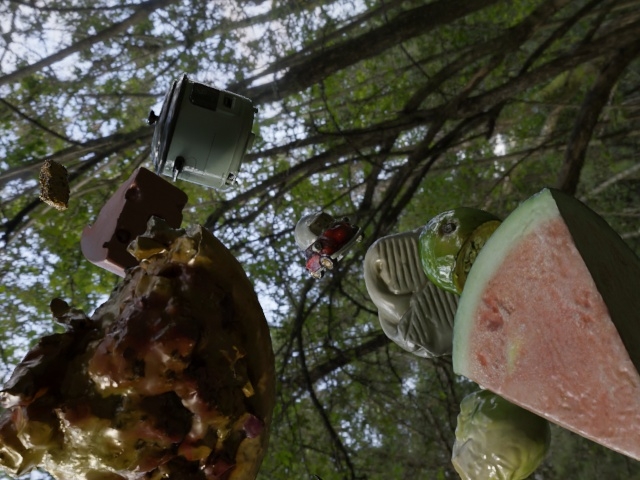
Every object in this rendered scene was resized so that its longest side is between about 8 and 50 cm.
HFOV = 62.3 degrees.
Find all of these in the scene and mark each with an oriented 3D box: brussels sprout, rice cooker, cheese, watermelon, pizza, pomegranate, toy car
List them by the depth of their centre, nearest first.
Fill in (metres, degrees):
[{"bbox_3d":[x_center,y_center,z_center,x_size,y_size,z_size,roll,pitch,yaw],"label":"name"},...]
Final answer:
[{"bbox_3d":[-0.137,0.130,0.415,0.081,0.229,0.289,32,125,57],"label":"pizza"},{"bbox_3d":[0.284,0.102,0.651,0.250,0.283,0.292,38,-166,1],"label":"watermelon"},{"bbox_3d":[-0.373,-0.010,1.012,0.128,0.177,0.202,33,-127,-38],"label":"cheese"},{"bbox_3d":[0.000,0.000,1.014,0.112,0.139,0.112,46,-128,1],"label":"toy car"},{"bbox_3d":[0.321,0.011,1.180,0.241,0.159,0.189,-11,-64,-30],"label":"pomegranate"},{"bbox_3d":[-0.278,-0.246,1.211,0.241,0.227,0.280,129,151,-52],"label":"rice cooker"},{"bbox_3d":[0.493,0.530,1.459,0.317,0.243,0.273,-19,-48,-33],"label":"brussels sprout"}]

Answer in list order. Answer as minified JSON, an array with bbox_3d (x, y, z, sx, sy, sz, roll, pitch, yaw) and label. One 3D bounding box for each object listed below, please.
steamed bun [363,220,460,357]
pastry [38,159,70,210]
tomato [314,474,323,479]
[{"bbox_3d":[0.323,0.125,1.412,0.255,0.368,0.342,41,-149,-72],"label":"steamed bun"},{"bbox_3d":[-0.728,-0.151,1.456,0.080,0.056,0.140,26,-134,-47],"label":"pastry"},{"bbox_3d":[0.041,0.649,1.114,0.224,0.256,0.255,-56,-45,-39],"label":"tomato"}]
